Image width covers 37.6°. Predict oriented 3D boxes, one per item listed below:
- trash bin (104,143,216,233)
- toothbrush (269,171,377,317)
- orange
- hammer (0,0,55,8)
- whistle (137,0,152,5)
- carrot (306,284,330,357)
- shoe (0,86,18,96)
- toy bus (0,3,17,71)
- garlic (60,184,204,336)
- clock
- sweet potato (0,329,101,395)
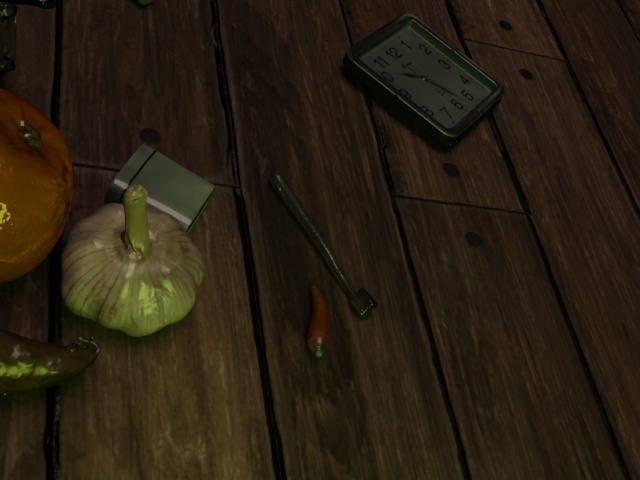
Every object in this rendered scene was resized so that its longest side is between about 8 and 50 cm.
[{"bbox_3d":[-0.239,-0.070,1.409,0.130,0.059,0.116,30,46,-3],"label":"trash bin"},{"bbox_3d":[0.000,0.000,1.495,0.030,0.030,0.297,9,41,-57],"label":"toothbrush"},{"bbox_3d":[-0.438,-0.069,1.164,0.261,0.261,0.261,15,47,-16],"label":"orange"},{"bbox_3d":[-0.457,-0.343,1.316,0.246,0.029,0.103,19,23,39],"label":"hammer"},{"bbox_3d":[-0.398,-0.531,1.724,0.258,0.067,0.126,44,59,8],"label":"whistle"},{"bbox_3d":[-0.003,0.119,1.387,0.035,0.035,0.142,17,40,-14],"label":"carrot"},{"bbox_3d":[-0.510,-0.165,1.340,0.207,0.091,0.106,-2,73,-33],"label":"shoe"},{"bbox_3d":[-0.516,-0.283,1.331,0.138,0.112,0.317,4,16,-8],"label":"toy bus"},{"bbox_3d":[-0.238,0.001,1.232,0.199,0.226,0.199,11,48,-12],"label":"garlic"},{"bbox_3d":[0.208,-0.319,1.866,0.279,0.049,0.273,40,44,9],"label":"clock"},{"bbox_3d":[-0.463,0.098,1.069,0.423,0.130,0.130,26,43,-23],"label":"sweet potato"}]
